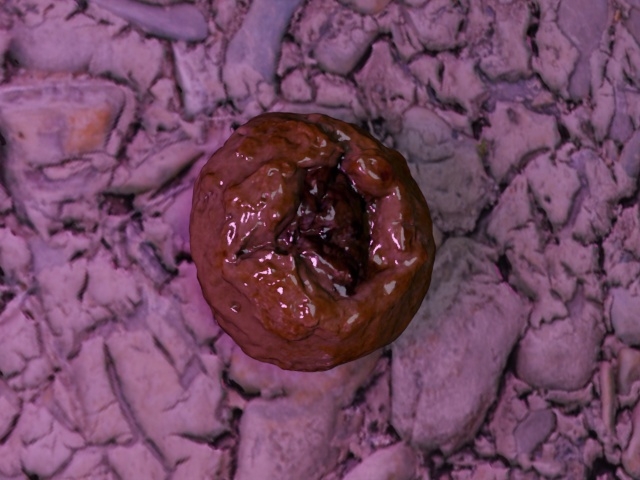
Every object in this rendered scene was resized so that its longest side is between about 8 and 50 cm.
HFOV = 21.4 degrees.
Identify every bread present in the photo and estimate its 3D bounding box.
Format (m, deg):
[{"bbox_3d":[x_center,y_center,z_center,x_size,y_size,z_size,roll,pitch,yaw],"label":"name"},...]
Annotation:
[{"bbox_3d":[0.000,0.000,1.434,0.230,0.123,0.230,6,79,-33],"label":"bread"}]
